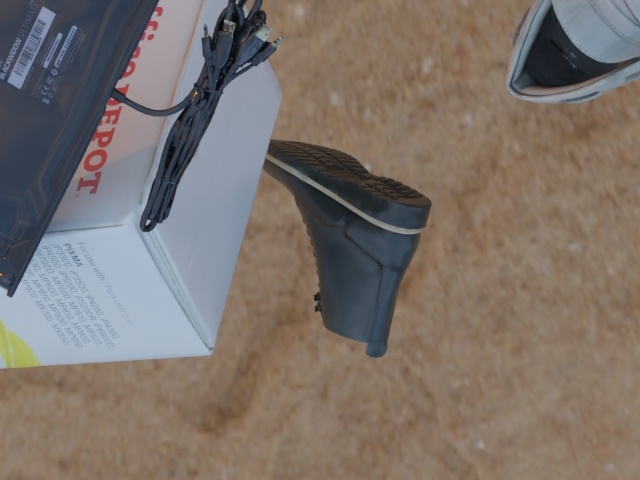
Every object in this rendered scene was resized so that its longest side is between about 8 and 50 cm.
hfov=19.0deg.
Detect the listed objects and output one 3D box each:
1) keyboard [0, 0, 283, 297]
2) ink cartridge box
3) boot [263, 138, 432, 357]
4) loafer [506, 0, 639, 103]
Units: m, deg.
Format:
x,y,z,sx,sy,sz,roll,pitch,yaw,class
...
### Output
x,y,z,sx,sy,sz,roll,pitch,yaw,class
-0.147,-0.106,1.228,0.201,0.033,0.317,31,109,6,keyboard
-0.248,-0.051,1.458,0.384,0.279,0.160,-5,138,21,ink cartridge box
0.000,0.000,1.601,0.077,0.198,0.137,1,111,-37,boot
0.214,-0.164,1.282,0.111,0.319,0.112,-36,85,-20,loafer
